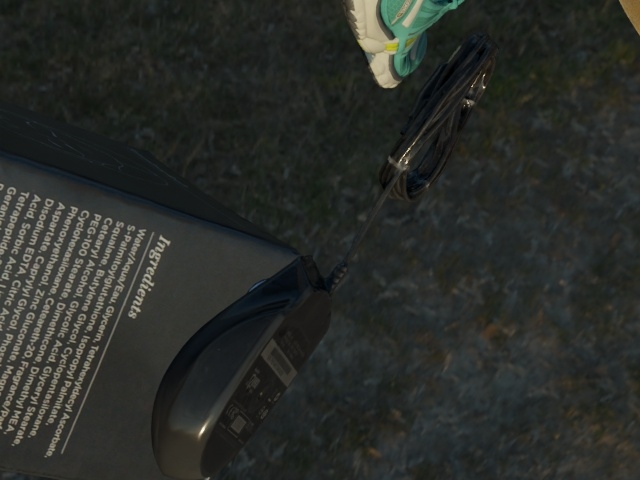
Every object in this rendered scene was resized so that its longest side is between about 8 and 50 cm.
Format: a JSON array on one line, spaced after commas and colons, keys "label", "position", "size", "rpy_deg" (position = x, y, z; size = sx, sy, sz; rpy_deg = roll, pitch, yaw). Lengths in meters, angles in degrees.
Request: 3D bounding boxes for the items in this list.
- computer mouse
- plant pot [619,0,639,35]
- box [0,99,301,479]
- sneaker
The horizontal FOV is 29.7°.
[{"label": "computer mouse", "position": [0.000, 0.000, 0.532], "size": [0.041, 0.071, 0.242], "rpy_deg": [32, 76, 19]}, {"label": "plant pot", "position": [0.349, -0.203, 1.065], "size": [0.236, 0.032, 0.236], "rpy_deg": [21, 49, -27]}, {"label": "box", "position": [-0.270, 0.007, 0.886], "size": [0.395, 0.212, 0.293], "rpy_deg": [19, 8, -36]}, {"label": "sneaker", "position": [0.078, -0.206, 1.055], "size": [0.110, 0.275, 0.107], "rpy_deg": [-17, 85, 6]}]
